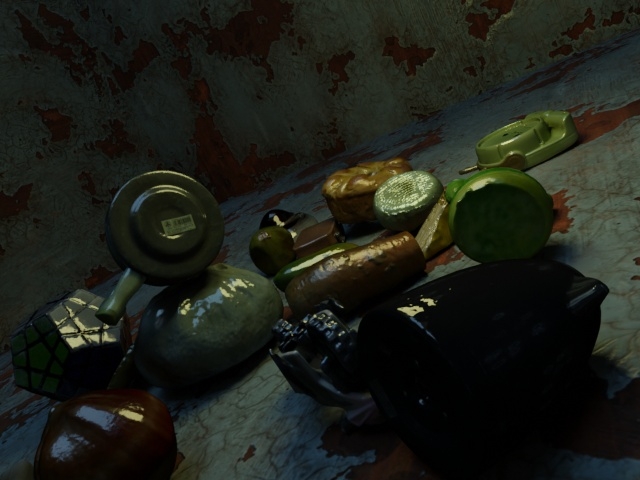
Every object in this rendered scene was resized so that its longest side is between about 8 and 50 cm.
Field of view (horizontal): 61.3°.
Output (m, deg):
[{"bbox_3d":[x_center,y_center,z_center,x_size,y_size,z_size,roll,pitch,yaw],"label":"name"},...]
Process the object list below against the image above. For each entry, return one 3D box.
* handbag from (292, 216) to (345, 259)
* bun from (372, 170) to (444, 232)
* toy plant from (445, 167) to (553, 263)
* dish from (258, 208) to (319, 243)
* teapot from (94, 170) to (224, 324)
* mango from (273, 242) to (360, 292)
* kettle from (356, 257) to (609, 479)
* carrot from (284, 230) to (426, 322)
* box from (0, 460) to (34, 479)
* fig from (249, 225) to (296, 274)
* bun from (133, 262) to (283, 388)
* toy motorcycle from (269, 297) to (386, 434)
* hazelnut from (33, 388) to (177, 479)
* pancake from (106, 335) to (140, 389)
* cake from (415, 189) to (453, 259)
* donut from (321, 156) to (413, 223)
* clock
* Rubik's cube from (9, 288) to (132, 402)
[{"bbox_3d":[0.000,0.000,1.652,0.151,0.072,0.193,-24,14,14],"label":"handbag"},{"bbox_3d":[0.239,-0.095,1.450,0.195,0.118,0.195,-15,40,13],"label":"bun"},{"bbox_3d":[0.364,-0.072,1.095,0.224,0.184,0.316,7,19,13],"label":"toy plant"},{"bbox_3d":[-0.151,-0.047,1.950,0.273,0.134,0.273,-25,17,8],"label":"dish"},{"bbox_3d":[-0.356,0.035,1.185,0.239,0.321,0.239,7,-20,-26],"label":"teapot"},{"bbox_3d":[0.006,0.073,1.286,0.237,0.091,0.137,-17,-25,-4],"label":"mango"},{"bbox_3d":[0.206,0.129,0.685,0.290,0.207,0.268,-25,-10,-27],"label":"kettle"},{"bbox_3d":[0.069,0.078,1.164,0.302,0.139,0.139,-28,15,-5],"label":"carrot"},{"bbox_3d":[-0.508,0.471,0.902,0.055,0.103,0.243,-27,15,-17],"label":"box"},{"bbox_3d":[-0.151,0.025,1.671,0.144,0.165,0.154,30,85,33],"label":"fig"},{"bbox_3d":[-0.266,0.182,1.239,0.362,0.211,0.362,-28,13,7],"label":"bun"},{"bbox_3d":[0.017,0.196,0.844,0.143,0.188,0.327,-44,5,-19],"label":"toy motorcycle"},{"bbox_3d":[-0.344,0.335,0.872,0.229,0.229,0.229,-25,15,7],"label":"hazelnut"},{"bbox_3d":[-0.435,0.278,1.386,0.376,0.054,0.197,-61,-4,-40],"label":"pancake"},{"bbox_3d":[0.267,-0.037,1.244,0.185,0.116,0.080,-25,10,-7],"label":"cake"},{"bbox_3d":[0.156,-0.158,1.668,0.317,0.150,0.299,-22,15,-31],"label":"donut"},{"bbox_3d":[0.546,-0.264,1.539,0.308,0.096,0.235,-28,16,2],"label":"clock"},{"bbox_3d":[-0.640,0.283,1.416,0.319,0.319,0.264,-35,44,-27],"label":"Rubik's cube"}]
